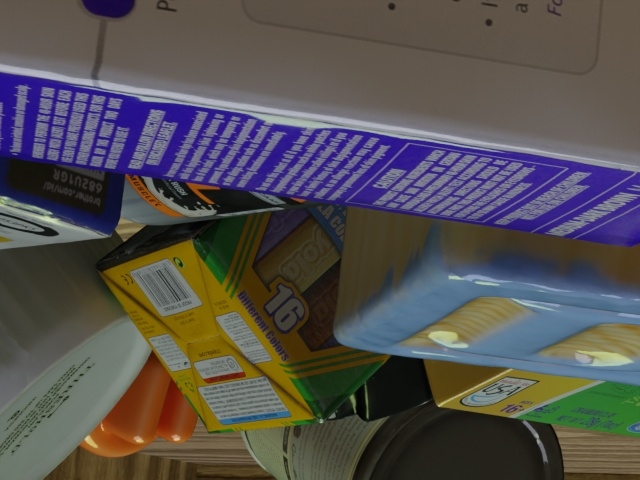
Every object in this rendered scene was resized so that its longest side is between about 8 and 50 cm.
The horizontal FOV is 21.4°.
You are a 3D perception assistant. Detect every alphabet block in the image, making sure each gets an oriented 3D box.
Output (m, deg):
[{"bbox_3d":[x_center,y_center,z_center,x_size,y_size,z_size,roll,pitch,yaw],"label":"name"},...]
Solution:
[{"bbox_3d":[0.122,-0.053,0.680,0.193,0.197,0.192,9,168,-11],"label":"alphabet block"}]

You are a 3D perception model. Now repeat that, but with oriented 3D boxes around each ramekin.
[{"bbox_3d":[-0.219,0.079,1.078,0.127,0.273,0.273,44,174,12],"label":"ramekin"}]

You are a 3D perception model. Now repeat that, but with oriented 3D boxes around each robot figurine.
[{"bbox_3d":[-0.185,0.084,1.294,0.219,0.158,0.128,22,138,37],"label":"robot figurine"}]

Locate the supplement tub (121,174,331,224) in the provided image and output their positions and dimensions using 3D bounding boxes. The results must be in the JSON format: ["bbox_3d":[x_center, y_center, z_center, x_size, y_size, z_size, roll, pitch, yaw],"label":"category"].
[{"bbox_3d":[-0.031,-0.071,0.851,0.190,0.117,0.117,-7,162,43],"label":"supplement tub"}]

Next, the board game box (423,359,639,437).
[{"bbox_3d":[0.252,0.026,1.015,0.242,0.064,0.316,13,146,-44],"label":"board game box"}]

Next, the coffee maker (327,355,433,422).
[{"bbox_3d":[0.042,0.045,1.222,0.171,0.120,0.178,2,146,11],"label":"coffee maker"}]

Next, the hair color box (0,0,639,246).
[{"bbox_3d":[-0.040,-0.116,0.494,0.338,0.185,0.110,9,169,-11],"label":"hair color box"}]

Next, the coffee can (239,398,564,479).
[{"bbox_3d":[0.064,0.183,1.551,0.201,0.202,0.275,12,-171,-28],"label":"coffee can"}]

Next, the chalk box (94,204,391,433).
[{"bbox_3d":[0.000,0.000,1.022,0.132,0.213,0.132,57,148,-11],"label":"chalk box"}]

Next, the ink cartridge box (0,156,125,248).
[{"bbox_3d":[-0.271,-0.087,0.810,0.395,0.151,0.270,-3,165,42],"label":"ink cartridge box"}]
